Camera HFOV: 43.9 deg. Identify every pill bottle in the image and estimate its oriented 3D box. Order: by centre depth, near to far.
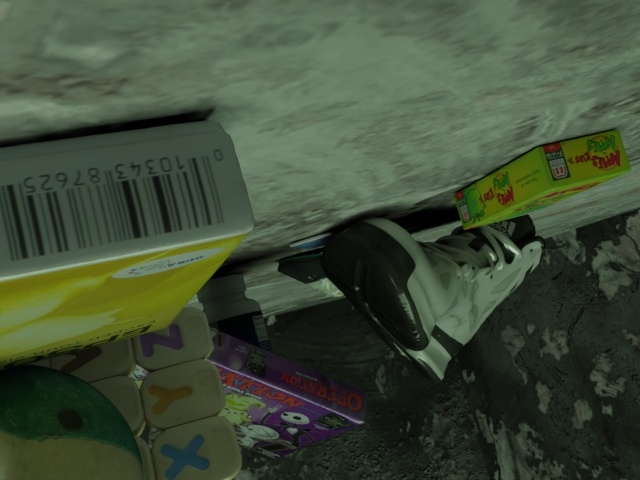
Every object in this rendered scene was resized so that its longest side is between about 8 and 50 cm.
[{"bbox_3d":[-0.121,0.136,1.109,0.094,0.169,0.094,-16,173,-2],"label":"pill bottle"}]

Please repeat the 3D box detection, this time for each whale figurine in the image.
[{"bbox_3d":[-0.249,0.151,0.498,0.272,0.141,0.216,7,135,-32],"label":"whale figurine"}]

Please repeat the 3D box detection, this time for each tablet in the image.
[{"bbox_3d":[0.000,0.000,0.960,0.054,0.006,0.083,-17,172,16],"label":"tablet"}]

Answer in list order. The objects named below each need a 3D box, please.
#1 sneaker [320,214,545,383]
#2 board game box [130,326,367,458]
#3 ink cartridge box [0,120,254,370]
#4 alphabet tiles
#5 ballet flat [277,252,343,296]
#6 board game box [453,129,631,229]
[{"bbox_3d":[0.161,0.016,1.046,0.257,0.169,0.447,-48,155,-6],"label":"sneaker"},{"bbox_3d":[-0.142,0.172,0.962,0.346,0.056,0.208,26,138,-23],"label":"board game box"},{"bbox_3d":[-0.222,0.044,0.432,0.303,0.072,0.307,-13,165,-24],"label":"ink cartridge box"},{"bbox_3d":[-0.216,0.152,0.654,0.277,0.284,0.021,-13,144,-10],"label":"alphabet tiles"},{"bbox_3d":[0.039,0.041,1.122,0.203,0.074,0.074,-12,173,-27],"label":"ballet flat"},{"bbox_3d":[0.220,-0.058,0.816,0.092,0.043,0.181,-13,173,-18],"label":"board game box"}]
